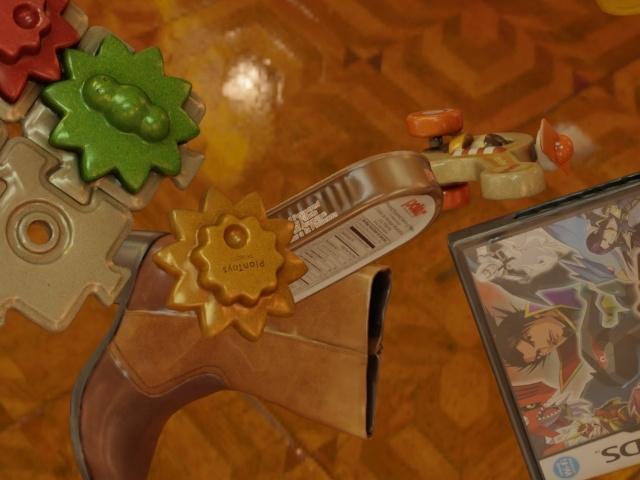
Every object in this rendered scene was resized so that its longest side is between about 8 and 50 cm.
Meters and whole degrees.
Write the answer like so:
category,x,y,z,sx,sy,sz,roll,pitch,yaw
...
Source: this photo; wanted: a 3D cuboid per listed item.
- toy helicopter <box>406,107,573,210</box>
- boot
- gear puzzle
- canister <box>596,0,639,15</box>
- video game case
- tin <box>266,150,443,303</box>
category,x,y,z,sx,sy,sz,roll,pitch,yaw
toy helicopter,0.254,-0.103,1.726,0.234,0.140,0.355,-7,13,-2
boot,-0.074,0.132,1.110,0.280,0.096,0.264,10,86,26
gear puzzle,-0.147,-0.052,0.635,0.339,0.044,0.175,36,65,-14
canister,0.288,-0.311,1.184,0.073,0.126,0.170,-4,80,21
video game case,0.276,0.081,1.153,0.248,0.275,0.035,-18,19,9
tin,0.000,0.000,0.895,0.189,0.106,0.040,-29,71,10
